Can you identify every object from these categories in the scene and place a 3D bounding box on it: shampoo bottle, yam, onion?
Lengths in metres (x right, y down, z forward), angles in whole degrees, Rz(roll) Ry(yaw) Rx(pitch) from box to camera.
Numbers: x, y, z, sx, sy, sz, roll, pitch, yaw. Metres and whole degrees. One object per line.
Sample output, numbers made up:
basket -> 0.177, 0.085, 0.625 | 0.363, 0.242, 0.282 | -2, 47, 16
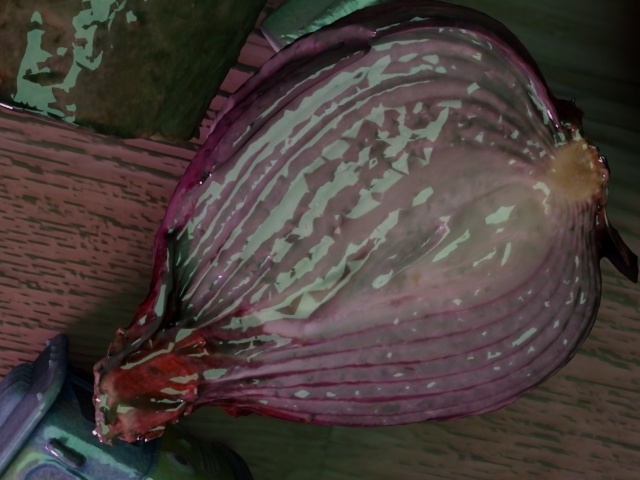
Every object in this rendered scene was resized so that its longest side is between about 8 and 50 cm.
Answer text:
shampoo bottle -> 0.052, -0.179, 0.895 | 0.191, 0.041, 0.069 | -40, 100, -2
yam -> -0.100, -0.206, 0.790 | 0.195, 0.195, 0.300 | 26, 95, -12
onion -> 0.000, 0.000, 0.847 | 0.349, 0.159, 0.267 | -23, 108, -8

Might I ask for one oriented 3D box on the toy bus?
toy bus -> -0.196, 0.238, 0.861 | 0.190, 0.152, 0.312 | 37, 92, -12
